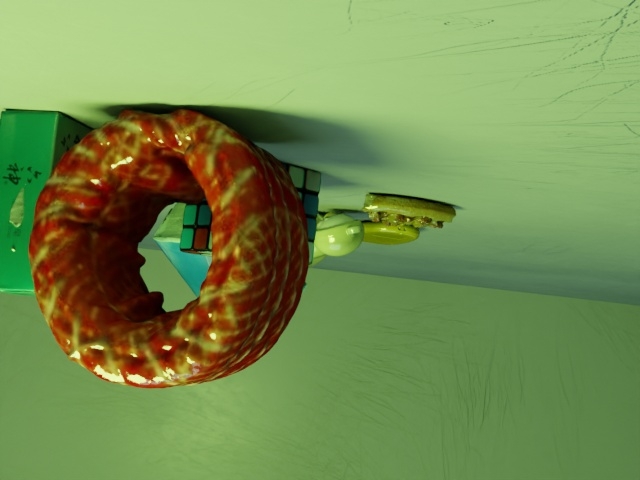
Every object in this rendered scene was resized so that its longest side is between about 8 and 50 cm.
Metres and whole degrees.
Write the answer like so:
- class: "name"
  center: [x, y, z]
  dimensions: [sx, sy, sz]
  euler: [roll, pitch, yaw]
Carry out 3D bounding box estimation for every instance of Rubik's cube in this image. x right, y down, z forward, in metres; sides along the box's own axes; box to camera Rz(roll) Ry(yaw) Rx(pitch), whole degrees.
- class: "Rubik's cube"
  center: [-0.108, -0.044, 1.451]
  dimensions: [0.155, 0.151, 0.154]
  euler: [13, 173, -44]

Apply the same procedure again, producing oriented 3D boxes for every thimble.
- class: "thimble"
  center: [-0.190, 0.013, 1.185]
  dimensions: [0.349, 0.351, 0.230]
  euler: [5, 174, 17]

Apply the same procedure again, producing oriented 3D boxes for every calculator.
- class: "calculator"
  center: [0.131, -0.016, 2.050]
  dimensions: [0.146, 0.032, 0.235]
  euler: [9, 172, -19]

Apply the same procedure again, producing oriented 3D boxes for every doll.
- class: "doll"
  center: [-0.002, -0.012, 1.909]
  dimensions: [0.141, 0.117, 0.296]
  euler: [-10, 174, -32]

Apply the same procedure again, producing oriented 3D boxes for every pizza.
- class: "pizza"
  center: [0.152, -0.047, 1.647]
  dimensions: [0.174, 0.046, 0.134]
  euler: [7, 174, -9]

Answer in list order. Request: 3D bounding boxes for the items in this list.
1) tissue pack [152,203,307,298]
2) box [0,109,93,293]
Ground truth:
- class: "tissue pack"
  center: [-0.179, 0.044, 1.876]
  dimensions: [0.198, 0.146, 0.263]
  euler: [3, 140, 35]
- class: "box"
  center: [-0.377, -0.044, 1.281]
  dimensions: [0.092, 0.245, 0.153]
  euler: [4, 175, 15]
